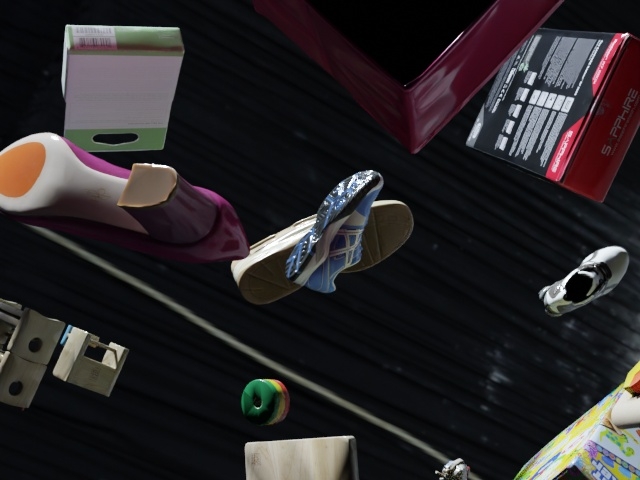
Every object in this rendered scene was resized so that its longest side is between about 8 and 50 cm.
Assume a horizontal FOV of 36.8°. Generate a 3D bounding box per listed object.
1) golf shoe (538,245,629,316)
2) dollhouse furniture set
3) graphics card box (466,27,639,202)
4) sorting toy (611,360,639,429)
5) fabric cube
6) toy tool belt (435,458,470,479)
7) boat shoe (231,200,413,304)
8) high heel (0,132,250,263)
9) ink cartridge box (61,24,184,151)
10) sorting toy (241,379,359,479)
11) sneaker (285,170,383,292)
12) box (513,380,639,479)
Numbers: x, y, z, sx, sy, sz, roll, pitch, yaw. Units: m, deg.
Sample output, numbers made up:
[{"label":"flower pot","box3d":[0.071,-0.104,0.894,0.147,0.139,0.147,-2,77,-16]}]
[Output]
[{"label":"golf shoe","box3d":[0.489,0.071,1.721,0.198,0.077,0.094,-34,-4,-16]},{"label":"dollhouse furniture set","box3d":[-0.401,0.172,1.365,0.129,0.183,0.129,13,76,42]},{"label":"graphics card box","box3d":[0.375,-0.212,1.523,0.233,0.094,0.371,-67,18,7]},{"label":"sorting toy","box3d":[0.461,0.145,1.245,0.208,0.038,0.193,-54,-1,-16]},{"label":"fabric cube","box3d":[0.081,-0.278,0.922,0.254,0.259,0.258,-47,-9,1]},{"label":"toy tool belt","box3d":[0.244,0.426,1.773,0.083,0.051,0.052,16,-100,-71]},{"label":"boat shoe","box3d":[0.000,0.000,1.742,0.341,0.122,0.110,-20,29,-9]},{"label":"high heel","box3d":[-0.273,-0.035,1.239,0.377,0.181,0.127,14,70,35]},{"label":"ink cartridge box","box3d":[-0.314,-0.231,1.494,0.235,0.171,0.056,117,144,-54]},{"label":"sorting toy","box3d":[-0.007,0.269,0.934,0.132,0.046,0.275,-13,75,37]},{"label":"sneaker","box3d":[0.033,-0.014,1.476,0.211,0.081,0.080,-54,24,8]},{"label":"box","box3d":[0.398,0.402,1.449,0.279,0.177,0.290,-30,-19,-50]}]
